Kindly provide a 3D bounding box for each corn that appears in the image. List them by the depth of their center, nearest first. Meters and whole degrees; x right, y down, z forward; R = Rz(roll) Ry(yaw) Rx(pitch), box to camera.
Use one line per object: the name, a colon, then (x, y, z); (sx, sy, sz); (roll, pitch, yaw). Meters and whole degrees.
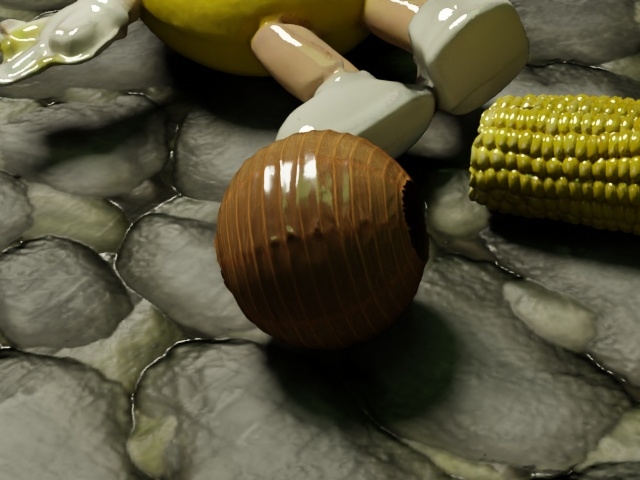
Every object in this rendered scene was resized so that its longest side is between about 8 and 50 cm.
corn: (0.219, -0.046, 1.104); (0.244, 0.093, 0.093); (6, 38, 18)

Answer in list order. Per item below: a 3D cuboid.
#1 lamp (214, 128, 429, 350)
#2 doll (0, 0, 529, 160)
lamp: (0.000, 0.000, 1.039); (0.136, 0.136, 0.136); (-4, 36, 3)
doll: (-0.044, -0.184, 1.287); (0.423, 0.161, 0.348); (18, 47, 21)
